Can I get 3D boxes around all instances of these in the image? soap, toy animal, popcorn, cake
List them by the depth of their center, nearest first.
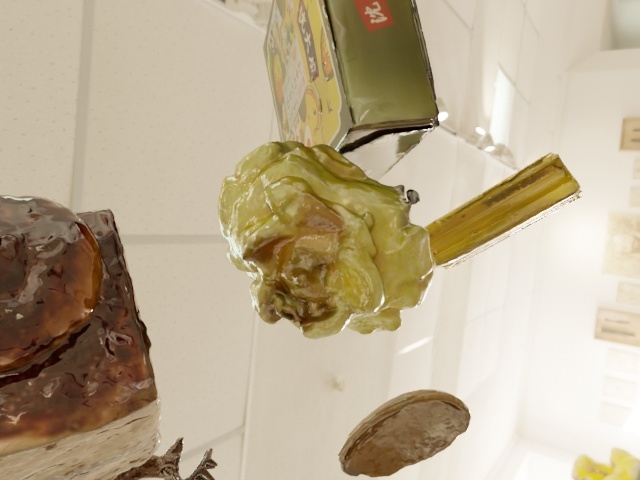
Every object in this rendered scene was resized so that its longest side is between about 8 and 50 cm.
[{"bbox_3d":[-0.233,0.101,0.396,0.196,0.293,0.199,-10,-115,-28],"label":"cake"},{"bbox_3d":[0.000,0.000,0.599,0.215,0.286,0.252,-62,-14,3],"label":"popcorn"},{"bbox_3d":[-0.319,0.381,0.771,0.087,0.259,0.243,-66,-11,26],"label":"toy animal"},{"bbox_3d":[0.377,-0.054,1.035,0.096,0.324,0.204,63,-158,14],"label":"soap"}]

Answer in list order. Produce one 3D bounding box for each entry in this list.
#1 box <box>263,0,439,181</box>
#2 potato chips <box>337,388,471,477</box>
[{"bbox_3d":[0.018,-0.279,0.830,0.138,0.420,0.374,-8,-99,-15],"label":"box"},{"bbox_3d":[0.112,0.274,0.701,0.150,0.049,0.202,30,-69,-22],"label":"potato chips"}]
